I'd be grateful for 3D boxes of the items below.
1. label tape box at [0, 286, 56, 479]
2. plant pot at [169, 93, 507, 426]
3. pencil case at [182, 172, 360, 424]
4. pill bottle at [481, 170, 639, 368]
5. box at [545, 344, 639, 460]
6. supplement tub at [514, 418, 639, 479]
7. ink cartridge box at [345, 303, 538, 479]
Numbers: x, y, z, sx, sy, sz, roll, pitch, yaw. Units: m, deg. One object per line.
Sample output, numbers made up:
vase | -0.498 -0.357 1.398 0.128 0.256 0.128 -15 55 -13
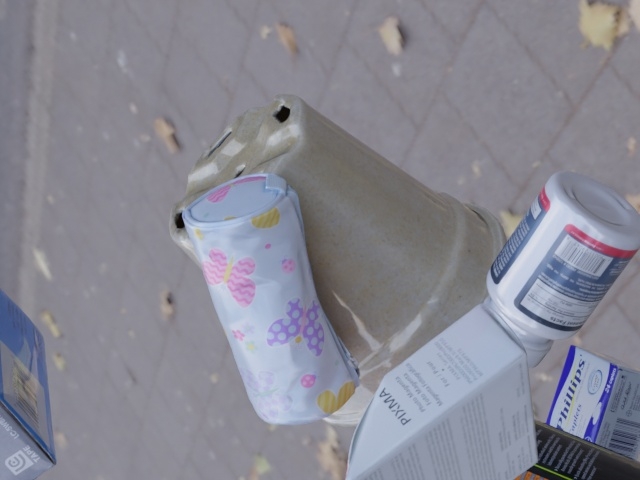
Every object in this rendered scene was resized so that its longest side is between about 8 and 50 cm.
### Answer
label tape box | -0.438 0.212 1.312 0.106 0.333 0.241 56 -176 -30
plant pot | 0.000 0.000 1.555 0.305 0.334 0.333 41 160 -25
pencil case | -0.050 0.065 1.380 0.124 0.113 0.273 -9 117 23
pill bottle | 0.225 0.033 1.262 0.108 0.108 0.180 46 122 25
box | 0.368 0.217 1.701 0.137 0.072 0.126 -154 81 -73
supplement tub | 0.235 0.292 1.329 0.316 0.193 0.194 21 136 22
ink cartridge box | 0.050 0.170 0.927 0.066 0.232 0.189 53 170 33
